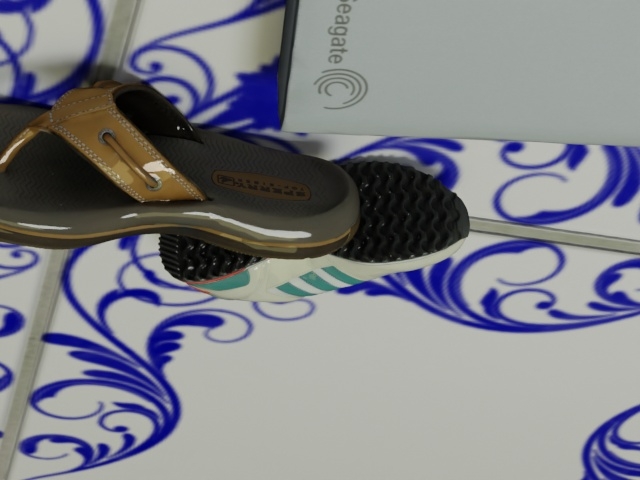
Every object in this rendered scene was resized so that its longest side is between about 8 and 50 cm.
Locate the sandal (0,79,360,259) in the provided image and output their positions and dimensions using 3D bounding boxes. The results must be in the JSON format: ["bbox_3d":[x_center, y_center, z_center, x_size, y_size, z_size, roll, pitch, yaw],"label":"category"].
[{"bbox_3d":[-0.082,-0.038,0.711,0.219,0.090,0.060,8,129,-13],"label":"sandal"}]

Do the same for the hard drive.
[{"bbox_3d":[0.167,-0.120,0.627,0.352,0.047,0.233,2,147,-5],"label":"hard drive"}]

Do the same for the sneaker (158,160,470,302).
[{"bbox_3d":[0.000,0.000,0.809,0.161,0.057,0.075,-8,163,8],"label":"sneaker"}]
